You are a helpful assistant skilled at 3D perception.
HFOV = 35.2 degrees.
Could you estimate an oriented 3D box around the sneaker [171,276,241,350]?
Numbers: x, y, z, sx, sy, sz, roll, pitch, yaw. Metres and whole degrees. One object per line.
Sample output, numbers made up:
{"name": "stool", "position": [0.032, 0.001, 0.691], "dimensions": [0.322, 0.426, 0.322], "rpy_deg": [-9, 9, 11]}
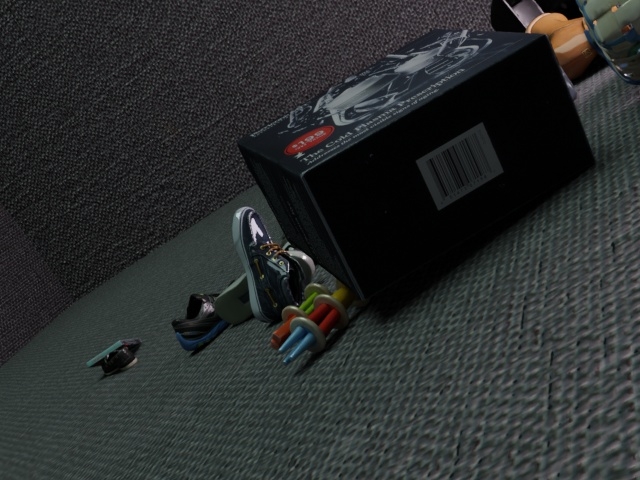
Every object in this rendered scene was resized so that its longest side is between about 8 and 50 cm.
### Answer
{"name": "sneaker", "position": [-0.185, 0.114, 1.743], "dimensions": [0.067, 0.078, 0.188], "rpy_deg": [-25, 13, 45]}

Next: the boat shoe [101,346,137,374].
{"name": "boat shoe", "position": [-0.408, 0.239, 2.018], "dimensions": [0.049, 0.042, 0.133], "rpy_deg": [-44, 11, -32]}

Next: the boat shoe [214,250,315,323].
{"name": "boat shoe", "position": [-0.085, 0.062, 1.649], "dimensions": [0.227, 0.079, 0.081], "rpy_deg": [-31, 14, 40]}

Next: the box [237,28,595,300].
{"name": "box", "position": [0.107, -0.116, 1.301], "dimensions": [0.343, 0.179, 0.312], "rpy_deg": [-31, 19, -10]}

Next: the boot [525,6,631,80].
{"name": "boot", "position": [0.476, -0.380, 1.816], "dimensions": [0.220, 0.109, 0.283], "rpy_deg": [-30, 13, 36]}

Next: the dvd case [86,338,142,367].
{"name": "dvd case", "position": [-0.427, 0.233, 2.093], "dimensions": [0.087, 0.013, 0.119], "rpy_deg": [-34, -9, 7]}

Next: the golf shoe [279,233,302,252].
{"name": "golf shoe", "position": [0.000, 0.000, 1.736], "dimensions": [0.198, 0.077, 0.094], "rpy_deg": [-32, 23, 44]}

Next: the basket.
{"name": "basket", "position": [0.469, -0.322, 1.356], "dimensions": [0.254, 0.201, 0.289], "rpy_deg": [-31, -17, 30]}

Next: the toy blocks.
{"name": "toy blocks", "position": [-0.020, 0.108, 1.266], "dimensions": [0.123, 0.054, 0.148], "rpy_deg": [-23, 15, 50]}

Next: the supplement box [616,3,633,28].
{"name": "supplement box", "position": [0.481, -0.399, 1.504], "dimensions": [0.114, 0.220, 0.111], "rpy_deg": [-32, 47, 24]}

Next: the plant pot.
{"name": "plant pot", "position": [0.478, -0.492, 2.204], "dimensions": [0.187, 0.188, 0.167], "rpy_deg": [-37, -2, -14]}

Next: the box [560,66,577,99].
{"name": "box", "position": [0.292, -0.177, 1.594], "dimensions": [0.183, 0.059, 0.233], "rpy_deg": [-30, 10, 35]}

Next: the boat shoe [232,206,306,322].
{"name": "boat shoe", "position": [-0.073, 0.028, 1.530], "dimensions": [0.083, 0.183, 0.065], "rpy_deg": [-22, -12, 35]}
